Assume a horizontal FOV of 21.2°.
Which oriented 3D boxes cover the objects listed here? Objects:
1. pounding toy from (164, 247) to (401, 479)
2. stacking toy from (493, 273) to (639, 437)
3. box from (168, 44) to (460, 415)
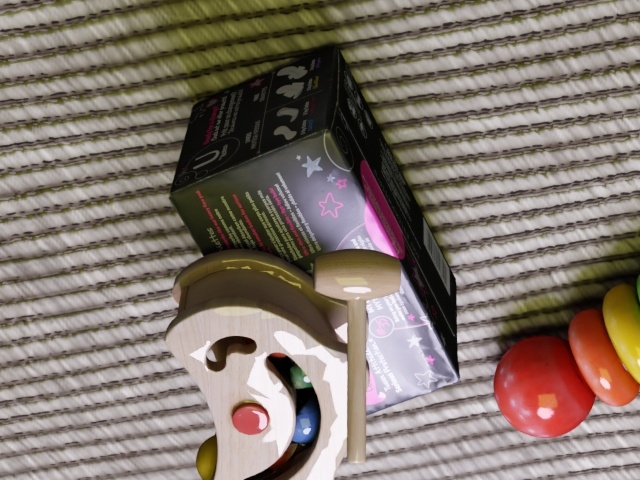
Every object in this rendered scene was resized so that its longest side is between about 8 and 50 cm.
[{"bbox_3d":[-0.045,0.113,1.257,0.154,0.155,0.269,12,122,-6],"label":"pounding toy"},{"bbox_3d":[0.296,0.069,1.452,0.330,0.141,0.141,-28,115,20],"label":"stacking toy"},{"bbox_3d":[0.000,0.000,1.373,0.142,0.163,0.247,-21,117,14],"label":"box"}]
